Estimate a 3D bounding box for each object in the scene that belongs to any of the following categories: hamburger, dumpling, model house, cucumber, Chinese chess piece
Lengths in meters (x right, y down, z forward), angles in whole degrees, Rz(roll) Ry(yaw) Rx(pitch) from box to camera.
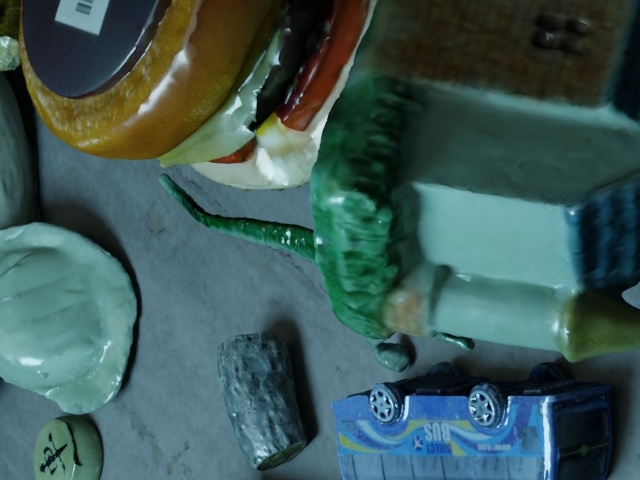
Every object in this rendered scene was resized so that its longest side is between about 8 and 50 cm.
[{"bbox_3d":[-0.075,-0.205,1.550,0.330,0.250,0.330,-22,61,48],"label":"hamburger"},{"bbox_3d":[-0.259,0.074,1.856,0.219,0.153,0.108,46,161,18],"label":"dumpling"},{"bbox_3d":[0.186,-0.051,1.305,0.325,0.194,0.267,9,53,18],"label":"model house"},{"bbox_3d":[-0.049,0.136,1.615,0.064,0.064,0.112,-37,58,41],"label":"cucumber"},{"bbox_3d":[-0.245,0.211,1.856,0.084,0.034,0.084,-10,78,50],"label":"Chinese chess piece"}]

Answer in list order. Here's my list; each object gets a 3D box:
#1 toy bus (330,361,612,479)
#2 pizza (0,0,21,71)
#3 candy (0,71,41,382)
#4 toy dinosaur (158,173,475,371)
[{"bbox_3d":[0.111,0.142,1.420,0.236,0.079,0.094,-4,98,50],"label":"toy bus"},{"bbox_3d":[-0.397,-0.228,1.986,0.292,0.197,0.058,40,146,52],"label":"pizza"},{"bbox_3d":[-0.451,0.015,2.024,0.386,0.186,0.427,-31,66,39],"label":"candy"},{"bbox_3d":[0.014,0.037,1.527,0.383,0.076,0.129,8,135,39],"label":"toy dinosaur"}]
